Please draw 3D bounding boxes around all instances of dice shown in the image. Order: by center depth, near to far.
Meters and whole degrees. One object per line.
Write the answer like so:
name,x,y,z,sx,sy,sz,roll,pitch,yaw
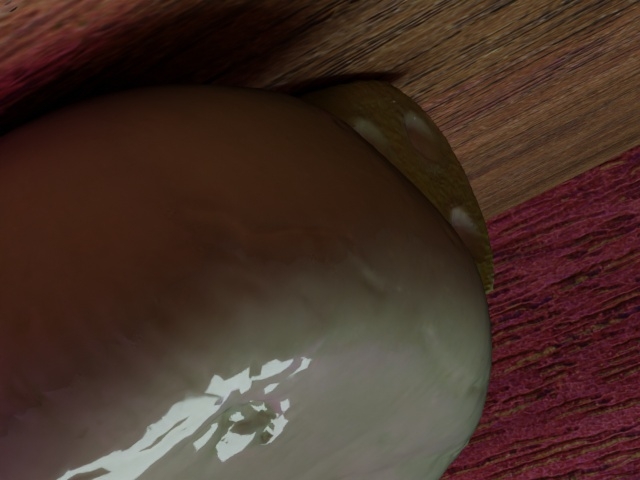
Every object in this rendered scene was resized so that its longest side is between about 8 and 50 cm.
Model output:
dice,0.000,0.000,0.958,0.169,0.166,0.169,-29,173,30

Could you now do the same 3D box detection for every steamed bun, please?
steamed bun,-0.081,0.055,0.747,0.312,0.233,0.334,-37,150,1
